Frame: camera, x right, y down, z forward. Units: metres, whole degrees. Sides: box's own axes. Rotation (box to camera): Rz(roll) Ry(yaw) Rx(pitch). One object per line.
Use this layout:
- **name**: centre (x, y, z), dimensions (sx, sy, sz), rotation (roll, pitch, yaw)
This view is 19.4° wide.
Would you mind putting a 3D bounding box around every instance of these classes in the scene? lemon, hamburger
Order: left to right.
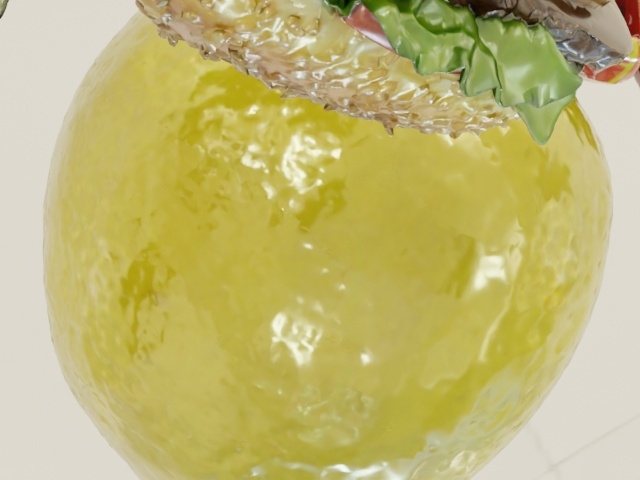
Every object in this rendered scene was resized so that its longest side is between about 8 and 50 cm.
- **lemon**: centre (0.000, 0.000, 1.083), dimensions (0.348, 0.348, 0.348), rotation (2, 80, -9)
- **hamburger**: centre (0.001, -0.084, 0.448), dimensions (0.166, 0.087, 0.137), rotation (14, 42, -47)

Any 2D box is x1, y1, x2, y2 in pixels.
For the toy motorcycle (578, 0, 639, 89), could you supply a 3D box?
- **toy motorcycle**: centre (0.175, -0.208, 1.141), dimensions (0.171, 0.089, 0.298), rotation (-20, 94, -19)

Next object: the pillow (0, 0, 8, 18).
- **pillow**: centre (-0.202, -0.233, 0.840), dimensions (0.208, 0.052, 0.212), rotation (23, 104, -11)
